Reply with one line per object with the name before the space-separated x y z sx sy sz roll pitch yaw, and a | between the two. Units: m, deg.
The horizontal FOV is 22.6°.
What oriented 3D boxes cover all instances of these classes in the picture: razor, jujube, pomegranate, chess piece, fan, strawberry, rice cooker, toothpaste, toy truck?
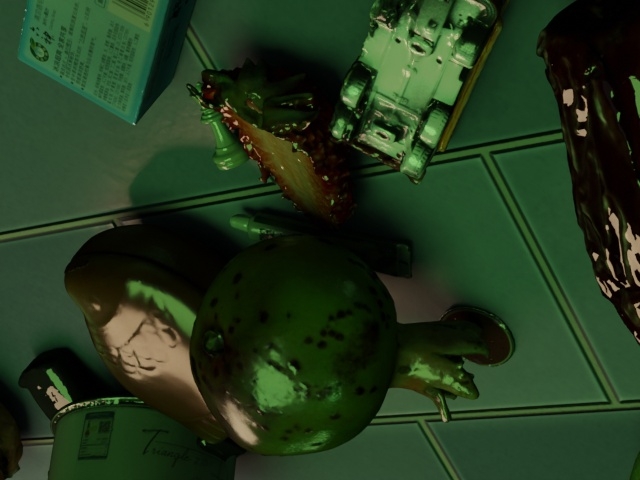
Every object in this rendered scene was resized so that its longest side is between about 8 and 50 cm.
razor | -0.318 0.208 2.056 0.090 0.054 0.148 -21 116 39
jujube | 0.300 -0.050 1.316 0.216 0.216 0.342 -19 109 42
pomegranate | 0.005 0.129 1.623 0.286 0.231 0.231 31 141 -20
chess piece | -0.104 -0.120 1.623 0.042 0.042 0.093 -6 120 36
fan | 0.143 0.101 1.695 0.133 0.005 0.085 1 130 30
strawberry | -0.030 -0.104 1.570 0.167 0.087 0.208 31 166 24
rice cooker | -0.216 0.293 1.935 0.280 0.227 0.241 -17 145 33
toothpaste | 0.000 0.000 1.673 0.204 0.031 0.049 14 137 18
toy truck | 0.092 -0.161 1.392 0.114 0.135 0.270 27 143 4

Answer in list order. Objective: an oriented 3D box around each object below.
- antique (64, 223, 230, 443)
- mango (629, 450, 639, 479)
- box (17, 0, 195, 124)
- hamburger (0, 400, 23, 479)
antique | -0.158 0.096 1.791 0.278 0.129 0.223 45 137 -13
mango | 0.430 0.336 1.595 0.225 0.201 0.382 5 124 59
box | -0.199 -0.239 1.537 0.142 0.083 0.232 29 140 5
hamburger | -0.523 0.288 2.145 0.245 0.211 0.260 -1 133 28
